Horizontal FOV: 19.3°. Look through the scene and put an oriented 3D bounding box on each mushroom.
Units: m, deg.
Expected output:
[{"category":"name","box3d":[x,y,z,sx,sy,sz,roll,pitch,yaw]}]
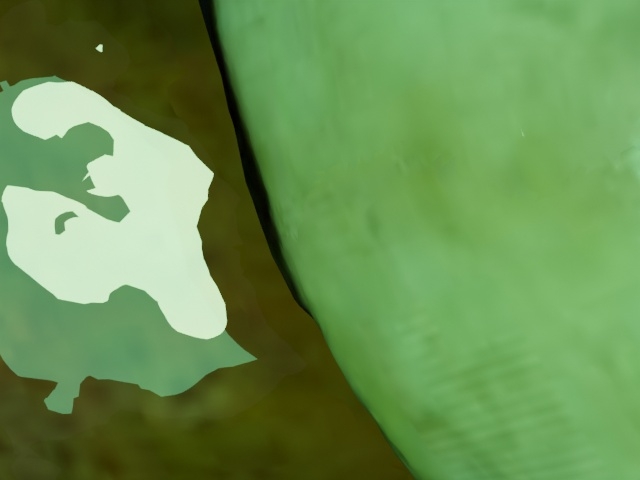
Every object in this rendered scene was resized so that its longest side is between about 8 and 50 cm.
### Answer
[{"category":"mushroom","box3d":[0.095,-0.040,0.378,0.164,0.189,0.267,-19,78,62]}]

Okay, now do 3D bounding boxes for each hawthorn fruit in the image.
[{"category":"hawthorn fruit","box3d":[-0.021,-0.009,0.567,0.325,0.308,0.308,36,134,25]}]
